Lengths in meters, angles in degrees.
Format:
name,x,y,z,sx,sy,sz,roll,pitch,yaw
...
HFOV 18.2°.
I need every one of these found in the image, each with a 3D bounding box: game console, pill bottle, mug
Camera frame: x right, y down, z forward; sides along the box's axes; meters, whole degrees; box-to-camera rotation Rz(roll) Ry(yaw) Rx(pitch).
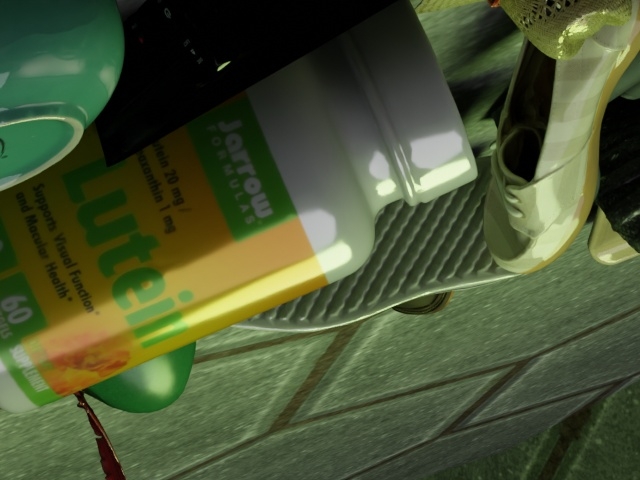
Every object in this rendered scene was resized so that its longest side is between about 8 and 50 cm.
name,x,y,z,sx,sy,sz,roll,pitch,yaw
game console,0.051,-0.134,0.703,0.213,0.044,0.361,-33,180,-30
pill bottle,-0.058,-0.027,0.928,0.245,0.136,0.136,-23,168,1
mug,-0.128,-0.069,0.717,0.129,0.097,0.158,-30,166,27

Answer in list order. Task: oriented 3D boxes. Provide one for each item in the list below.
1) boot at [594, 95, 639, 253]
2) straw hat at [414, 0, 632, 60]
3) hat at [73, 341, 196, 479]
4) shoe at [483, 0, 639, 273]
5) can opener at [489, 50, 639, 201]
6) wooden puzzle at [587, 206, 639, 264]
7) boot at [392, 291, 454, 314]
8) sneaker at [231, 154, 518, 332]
name,x,y,z,sx,sy,sz,roll,pitch,yaw
boot,0.273,-0.083,1.243,0.260,0.131,0.348,-29,172,23
straw hat,0.114,-0.119,0.943,0.144,0.061,0.144,-33,179,-1
hat,-0.109,0.098,1.248,0.173,0.183,0.208,-25,167,6
shoe,0.124,-0.070,1.123,0.058,0.076,0.219,-6,133,-27
can opener,0.186,-0.084,1.211,0.076,0.095,0.283,-19,174,-20
wooden puzzle,0.332,-0.062,1.708,0.221,0.044,0.239,-23,163,-1
boot,0.053,0.002,1.453,0.106,0.082,0.219,5,162,-18
sneaker,0.000,0.001,1.245,0.282,0.102,0.161,-3,-178,-23
